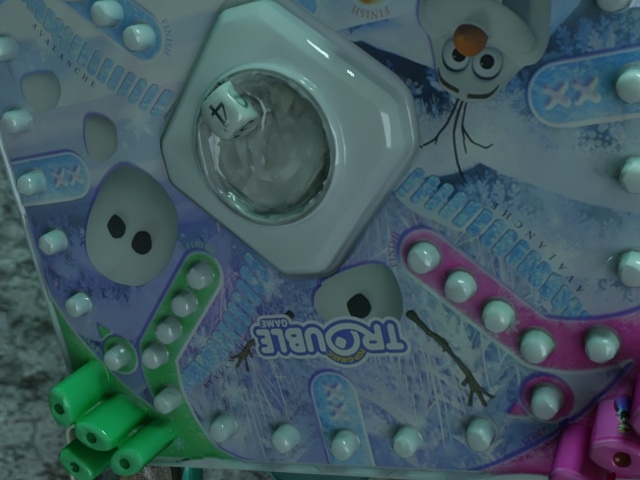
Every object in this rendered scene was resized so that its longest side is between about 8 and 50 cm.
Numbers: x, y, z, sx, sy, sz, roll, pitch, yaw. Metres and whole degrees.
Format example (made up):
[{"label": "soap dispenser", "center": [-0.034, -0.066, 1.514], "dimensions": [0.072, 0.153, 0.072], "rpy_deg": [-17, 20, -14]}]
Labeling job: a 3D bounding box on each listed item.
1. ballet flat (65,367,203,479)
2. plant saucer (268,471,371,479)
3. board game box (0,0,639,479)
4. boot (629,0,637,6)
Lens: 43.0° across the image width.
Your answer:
[{"label": "ballet flat", "center": [-0.131, 0.121, 0.589], "dimensions": [0.106, 0.107, 0.316], "rpy_deg": [10, 110, 1]}, {"label": "plant saucer", "center": [0.008, 0.162, 0.686], "dimensions": [0.119, 0.021, 0.119], "rpy_deg": [-5, 114, -12]}, {"label": "board game box", "center": [-0.028, -0.046, 0.405], "dimensions": [0.389, 0.050, 0.390], "rpy_deg": [-6, 105, 27]}, {"label": "boot", "center": [0.235, -0.113, 0.493], "dimensions": [0.348, 0.260, 0.131], "rpy_deg": [26, 104, -23]}]
